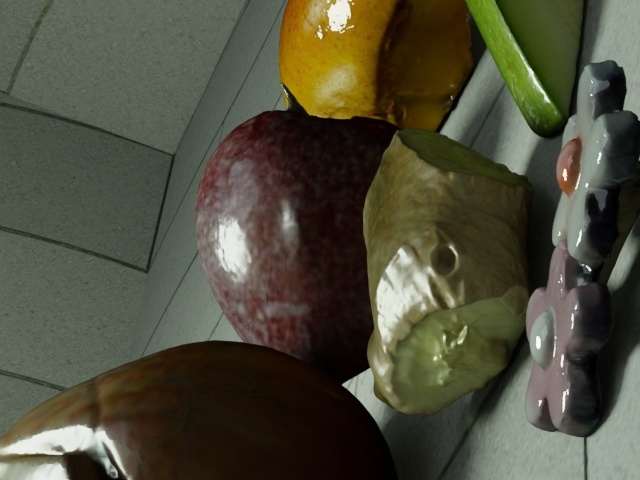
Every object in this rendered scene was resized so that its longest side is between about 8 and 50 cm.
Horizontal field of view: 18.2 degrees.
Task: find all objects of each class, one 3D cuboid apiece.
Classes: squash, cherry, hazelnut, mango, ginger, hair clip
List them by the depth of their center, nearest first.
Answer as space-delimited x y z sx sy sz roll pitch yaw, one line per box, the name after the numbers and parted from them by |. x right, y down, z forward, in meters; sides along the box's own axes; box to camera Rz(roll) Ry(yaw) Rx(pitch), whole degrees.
0.182 0.008 1.352 0.146 0.075 0.257 -151 76 -75 | hair clip
0.094 0.027 1.601 0.276 0.130 0.221 -125 46 -84 | ginger
-0.117 0.270 1.724 0.409 0.359 0.359 109 175 -54 | hazelnut
0.202 -0.209 1.744 0.289 0.203 0.111 64 147 23 | squash
0.000 0.000 1.863 0.203 0.230 0.300 160 110 -68 | cherry
0.061 -0.191 2.060 0.201 0.199 0.350 -43 -20 -32 | mango
